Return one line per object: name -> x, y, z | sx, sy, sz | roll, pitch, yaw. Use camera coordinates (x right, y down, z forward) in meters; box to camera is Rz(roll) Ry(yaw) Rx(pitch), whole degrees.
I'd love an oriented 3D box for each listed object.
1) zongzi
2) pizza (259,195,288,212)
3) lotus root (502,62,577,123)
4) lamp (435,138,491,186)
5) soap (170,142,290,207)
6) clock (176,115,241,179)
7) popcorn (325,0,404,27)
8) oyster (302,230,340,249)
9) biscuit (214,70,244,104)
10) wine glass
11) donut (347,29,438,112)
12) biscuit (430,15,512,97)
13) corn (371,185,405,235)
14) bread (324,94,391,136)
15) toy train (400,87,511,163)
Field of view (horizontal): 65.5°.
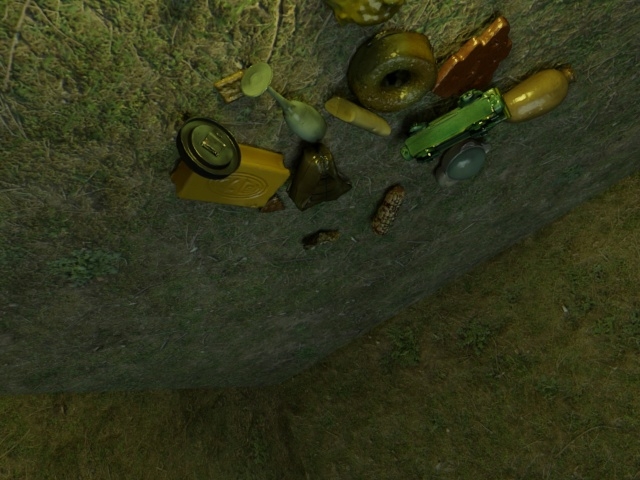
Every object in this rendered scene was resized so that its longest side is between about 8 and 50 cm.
zongzi -> 0.043, -0.236, 1.704 | 0.289, 0.123, 0.260 | -18, 151, -31
pizza -> -0.183, -0.129, 1.812 | 0.099, 0.029, 0.100 | -20, 151, 12
lotus root -> 0.751, -0.501, 1.735 | 0.303, 0.131, 0.146 | -28, 153, 8
lamp -> 0.561, -0.296, 1.983 | 0.179, 0.108, 0.246 | 2, 144, -32
soap -> -0.272, -0.200, 1.537 | 0.324, 0.096, 0.204 | 5, 141, -42
clock -> -0.301, -0.248, 1.342 | 0.184, 0.185, 0.040 | 6, 152, -43
popcorn -> 0.089, -0.594, 1.051 | 0.233, 0.192, 0.266 | -11, 130, 10
oyster -> 0.007, -0.002, 2.145 | 0.177, 0.056, 0.105 | -19, 164, -6
biscuit -> -0.227, -0.399, 1.304 | 0.083, 0.018, 0.081 | -24, 152, 2
wine glass -> -0.023, -0.416, 1.349 | 0.264, 0.096, 0.309 | -37, 152, 17
donut -> 0.213, -0.469, 1.420 | 0.271, 0.107, 0.272 | -16, 150, -10
biscuit -> 0.450, -0.532, 1.511 | 0.306, 0.043, 0.284 | -29, 159, -12
corn -> 0.285, -0.124, 2.105 | 0.092, 0.092, 0.281 | -12, 146, -21
bread -> 0.117, -0.373, 1.497 | 0.178, 0.139, 0.060 | 8, 114, -46
toy train -> 0.449, -0.381, 1.691 | 0.368, 0.150, 0.237 | -25, 180, 29
